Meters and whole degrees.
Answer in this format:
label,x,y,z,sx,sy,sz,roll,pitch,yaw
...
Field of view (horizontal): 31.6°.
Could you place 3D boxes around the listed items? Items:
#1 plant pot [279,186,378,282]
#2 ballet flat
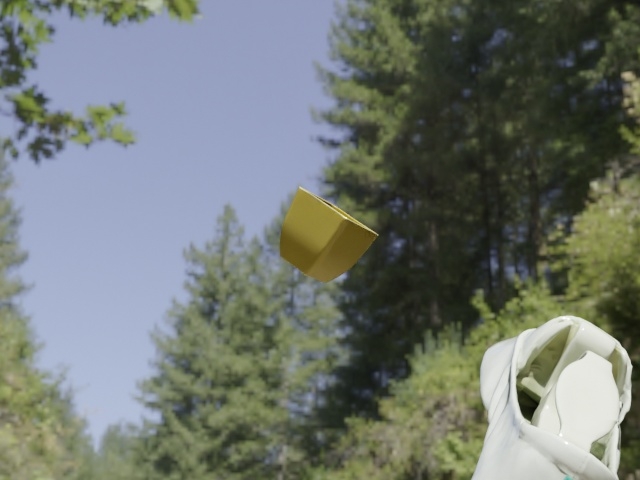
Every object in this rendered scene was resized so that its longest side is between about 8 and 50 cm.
label,x,y,z,sx,sy,sz,roll,pitch,yaw
plant pot,0.000,0.000,1.317,0.081,0.083,0.081,36,5,33
ballet flat,0.202,0.138,0.930,0.139,0.139,0.400,-6,13,16
